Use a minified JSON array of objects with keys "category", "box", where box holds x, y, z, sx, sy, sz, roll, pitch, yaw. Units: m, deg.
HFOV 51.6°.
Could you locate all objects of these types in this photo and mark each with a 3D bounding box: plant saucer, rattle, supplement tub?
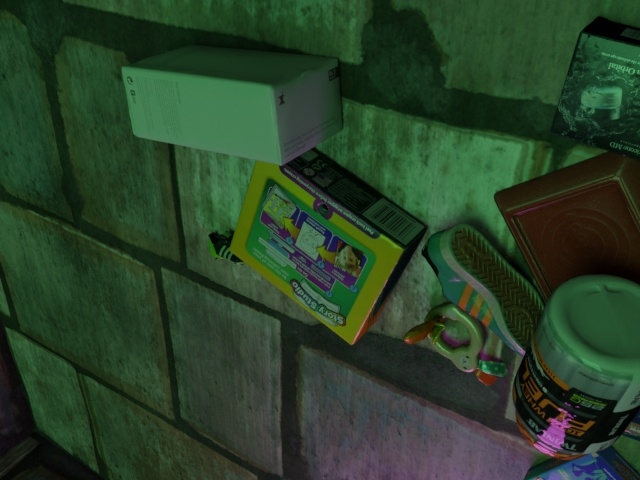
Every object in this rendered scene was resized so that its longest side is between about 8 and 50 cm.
[{"category":"plant saucer","box":[0.444,0.003,1.102,0.259,0.048,0.258,-21,102,43]},{"category":"rattle","box":[0.273,0.231,1.318,0.130,0.143,0.199,-28,91,26]},{"category":"supplement tub","box":[0.428,0.219,1.078,0.194,0.193,0.316,27,142,23]}]

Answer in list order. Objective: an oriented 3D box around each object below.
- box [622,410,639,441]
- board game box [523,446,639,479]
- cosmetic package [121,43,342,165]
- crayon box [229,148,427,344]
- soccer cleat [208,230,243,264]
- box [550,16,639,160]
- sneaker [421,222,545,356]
[{"category":"box","box":[0.565,0.280,1.188,0.137,0.036,0.225,16,126,30]},{"category":"board game box","box":[0.539,0.501,1.335,0.160,0.047,0.210,45,135,7]},{"category":"cosmetic package","box":[-0.172,-0.277,1.296,0.385,0.217,0.156,17,125,32]},{"category":"crayon box","box":[0.000,0.000,1.408,0.363,0.106,0.313,37,134,15]},{"category":"soccer cleat","box":[-0.211,0.015,1.616,0.179,0.060,0.072,5,118,39]},{"category":"box","box":[0.435,-0.214,0.943,0.156,0.093,0.158,24,130,25]},{"category":"sneaker","box":[0.309,0.098,1.240,0.302,0.108,0.121,51,155,-7]}]
